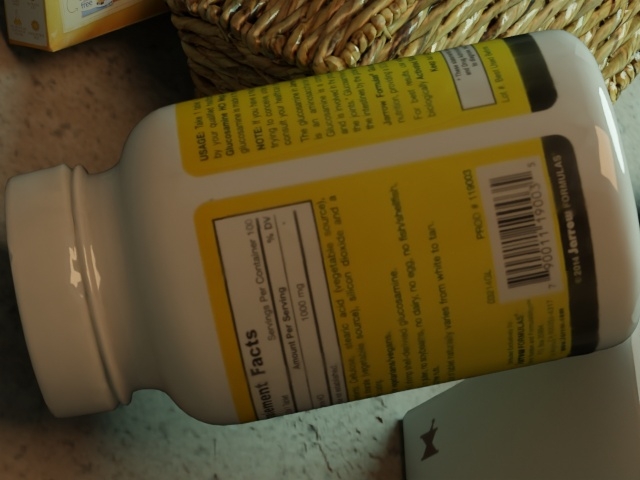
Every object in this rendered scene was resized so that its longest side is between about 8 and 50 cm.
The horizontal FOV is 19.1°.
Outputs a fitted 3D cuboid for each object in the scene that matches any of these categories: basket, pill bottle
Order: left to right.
[{"bbox_3d":[0.000,0.000,1.081,0.334,0.188,0.188,-11,67,-1],"label":"pill bottle"},{"bbox_3d":[0.057,-0.156,1.299,0.299,0.213,0.223,-45,139,-21],"label":"basket"}]

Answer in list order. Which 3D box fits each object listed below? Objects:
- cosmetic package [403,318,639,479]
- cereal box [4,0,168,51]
[{"bbox_3d":[0.302,0.196,1.288,0.453,0.230,0.161,18,56,-31],"label":"cosmetic package"},{"bbox_3d":[-0.137,-0.258,1.217,0.173,0.047,0.240,-27,122,-46],"label":"cereal box"}]
